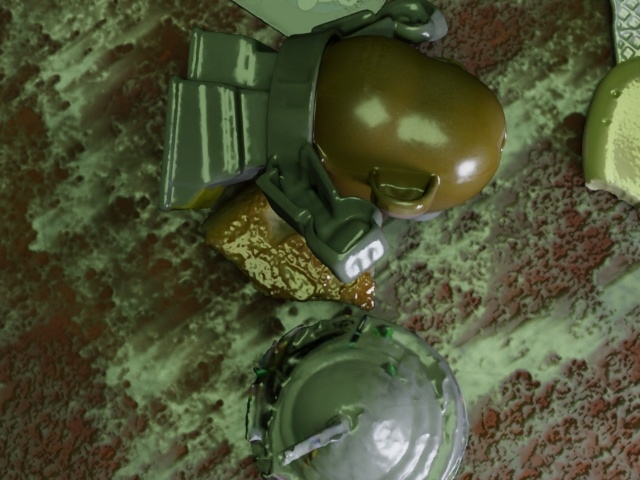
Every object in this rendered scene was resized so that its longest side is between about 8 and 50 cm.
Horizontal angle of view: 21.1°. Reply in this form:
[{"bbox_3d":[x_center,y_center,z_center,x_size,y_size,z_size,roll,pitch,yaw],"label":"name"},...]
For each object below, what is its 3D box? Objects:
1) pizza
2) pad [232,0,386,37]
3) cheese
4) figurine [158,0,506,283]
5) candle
[{"bbox_3d":[0.000,0.000,1.591,0.182,0.062,0.161,-35,81,-8],"label":"pizza"},{"bbox_3d":[-0.039,-0.294,1.632,0.245,0.006,0.170,34,87,0],"label":"pad"},{"bbox_3d":[0.297,-0.145,1.608,0.127,0.050,0.255,-8,85,0],"label":"cheese"},{"bbox_3d":[0.019,-0.100,1.497,0.284,0.167,0.343,3,65,12],"label":"figurine"},{"bbox_3d":[0.029,0.156,1.451,0.187,0.330,0.187,-1,83,6],"label":"candle"}]
